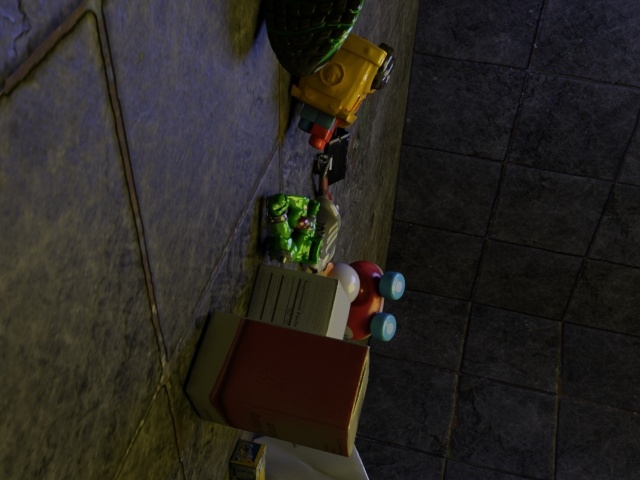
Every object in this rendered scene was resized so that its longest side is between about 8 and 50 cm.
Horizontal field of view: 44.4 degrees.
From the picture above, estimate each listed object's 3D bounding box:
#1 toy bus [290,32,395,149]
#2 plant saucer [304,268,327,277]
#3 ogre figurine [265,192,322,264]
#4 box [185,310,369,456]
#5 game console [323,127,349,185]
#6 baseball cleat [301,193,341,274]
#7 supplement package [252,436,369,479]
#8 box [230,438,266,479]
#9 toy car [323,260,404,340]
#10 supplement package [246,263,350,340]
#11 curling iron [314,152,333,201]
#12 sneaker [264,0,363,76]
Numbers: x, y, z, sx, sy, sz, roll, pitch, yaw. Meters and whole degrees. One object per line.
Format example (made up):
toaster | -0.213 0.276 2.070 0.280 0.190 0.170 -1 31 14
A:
toy bus | 0.027 -0.264 1.385 0.220 0.149 0.212 -34 148 -81
plant saucer | -0.034 0.270 1.816 0.333 0.080 0.333 -68 165 -50
ogre figurine | -0.045 -0.018 1.350 0.197 0.096 0.118 153 -63 -87
box | -0.054 0.206 1.118 0.149 0.232 0.127 85 19 -61
game console | 0.025 -0.202 1.810 0.107 0.071 0.122 -28 136 -38
baseball cleat | 0.000 0.000 1.720 0.206 0.072 0.109 85 25 -49
supplement package | -0.020 0.537 1.645 0.263 0.199 0.198 92 -20 -47
box | -0.138 0.456 1.484 0.059 0.054 0.169 -66 166 -52
toy car | 0.055 0.141 2.008 0.238 0.219 0.211 20 81 -52
supplement package | -0.043 0.176 1.434 0.262 0.145 0.204 66 37 -75
curling iron | 0.012 -0.107 1.767 0.274 0.035 0.068 84 20 -61
sneaker | 0.012 -0.371 1.135 0.146 0.134 0.344 85 18 -62
